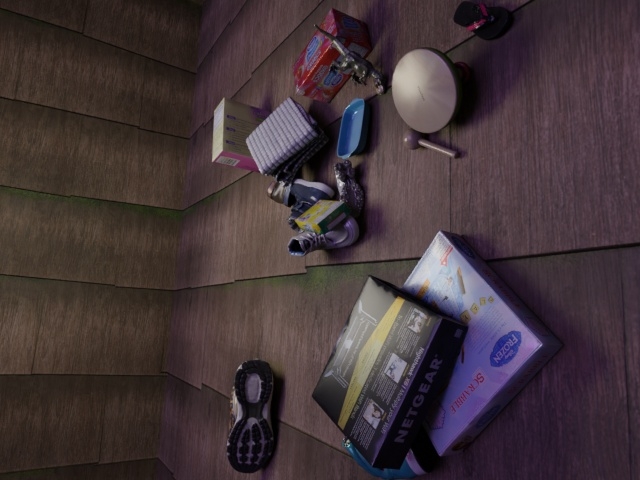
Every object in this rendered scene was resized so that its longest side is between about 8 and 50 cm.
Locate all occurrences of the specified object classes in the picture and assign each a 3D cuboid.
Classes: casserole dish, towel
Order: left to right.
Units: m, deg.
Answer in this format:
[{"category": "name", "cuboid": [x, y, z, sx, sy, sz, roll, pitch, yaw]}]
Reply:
[{"category": "towel", "cuboid": [-0.112, -0.333, 1.581, 0.235, 0.121, 0.283, -40, 41, 9]}, {"category": "casserole dish", "cuboid": [0.100, -0.322, 1.366, 0.114, 0.037, 0.188, -11, 67, 58]}]

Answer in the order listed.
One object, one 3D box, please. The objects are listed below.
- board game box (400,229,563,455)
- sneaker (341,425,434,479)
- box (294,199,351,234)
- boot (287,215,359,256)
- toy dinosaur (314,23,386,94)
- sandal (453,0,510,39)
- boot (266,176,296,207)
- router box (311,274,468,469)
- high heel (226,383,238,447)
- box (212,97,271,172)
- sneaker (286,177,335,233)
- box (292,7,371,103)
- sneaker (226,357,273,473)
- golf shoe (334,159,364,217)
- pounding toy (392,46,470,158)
[{"category": "board game box", "cuboid": [0.262, 0.199, 0.948, 0.318, 0.066, 0.318, -62, 35, 28]}, {"category": "sneaker", "cuboid": [0.121, 0.398, 1.063, 0.178, 0.124, 0.295, -37, 51, 24]}, {"category": "box", "cuboid": [-0.001, -0.069, 1.327, 0.105, 0.043, 0.179, -40, 23, -16]}, {"category": "boot", "cuboid": [0.000, 0.000, 1.357, 0.258, 0.124, 0.095, -25, 90, 60]}, {"category": "toy dinosaur", "cuboid": [0.082, -0.504, 1.342, 0.064, 0.268, 0.118, -50, -1, -18]}, {"category": "sandal", "cuboid": [0.338, -0.483, 1.017, 0.179, 0.040, 0.067, 55, 129, 49]}, {"category": "boot", "cuboid": [-0.101, -0.225, 1.682, 0.106, 0.082, 0.219, 38, 110, 29]}, {"category": "router box", "cuboid": [0.127, 0.254, 0.959, 0.243, 0.081, 0.308, 30, 96, 57]}, {"category": "high heel", "cuboid": [-0.329, 0.676, 1.782, 0.186, 0.093, 0.261, -36, 62, 43]}, {"category": "box", "cuboid": [-0.323, -0.430, 1.937, 0.117, 0.214, 0.242, -26, 62, 54]}, {"category": "sneaker", "cuboid": [-0.067, -0.111, 1.510, 0.163, 0.086, 0.226, -59, 30, -9]}, {"category": "box", "cuboid": [0.029, -0.569, 1.469, 0.257, 0.128, 0.122, -41, 49, 48]}, {"category": "sneaker", "cuboid": [-0.227, 0.601, 1.646, 0.182, 0.158, 0.409, -68, -15, -88]}, {"category": "golf shoe", "cuboid": [0.083, -0.142, 1.358, 0.086, 0.069, 0.176, 89, 172, -75]}, {"category": "pounding toy", "cuboid": [0.268, -0.322, 1.063, 0.183, 0.110, 0.236, 24, 133, 47]}]
